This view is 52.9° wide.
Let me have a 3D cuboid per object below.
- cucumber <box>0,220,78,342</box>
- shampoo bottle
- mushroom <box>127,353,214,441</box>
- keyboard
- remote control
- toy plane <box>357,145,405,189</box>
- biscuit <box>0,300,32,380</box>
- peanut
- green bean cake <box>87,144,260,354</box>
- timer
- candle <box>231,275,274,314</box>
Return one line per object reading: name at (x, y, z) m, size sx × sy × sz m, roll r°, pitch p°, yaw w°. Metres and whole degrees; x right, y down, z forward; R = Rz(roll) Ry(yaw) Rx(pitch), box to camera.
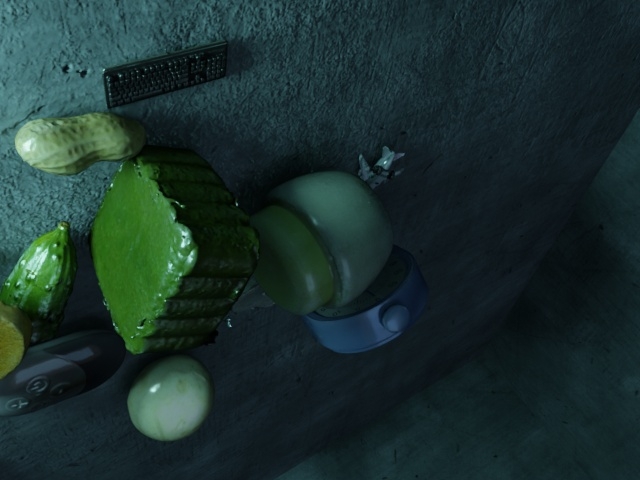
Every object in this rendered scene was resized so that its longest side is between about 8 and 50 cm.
cucumber at (-0.530, 0.068, 1.239) m, size 0.134 × 0.134 × 0.244 m, roll 2°, pitch 123°, yaw -50°
shampoo bottle at (0.000, 0.000, 1.522) m, size 0.317 × 0.322 × 0.322 m, roll -30°, pitch 150°, yaw -25°
mushroom at (-0.423, 0.441, 1.819) m, size 0.246 × 0.202 × 0.246 m, roll -2°, pitch 95°, yaw -26°
keyboard at (-0.265, -0.291, 1.117) m, size 0.230 × 0.025 × 0.093 m, roll -23°, pitch 150°, yaw -26°
remote control at (-0.612, 0.304, 1.488) m, size 0.332 × 0.103 × 0.221 m, roll -19°, pitch 148°, yaw -34°
toy plane at (0.149, -0.176, 1.713) m, size 0.162 × 0.065 × 0.171 m, roll 11°, pitch 121°, yaw -40°
biscuit at (-0.694, 0.179, 1.171) m, size 0.287 × 0.057 × 0.344 m, roll 26°, pitch 130°, yaw -30°
peanut at (-0.394, -0.164, 1.077) m, size 0.214 × 0.090 × 0.098 m, roll -17°, pitch 102°, yaw -33°
green bean cake at (-0.274, 0.019, 1.228) m, size 0.218 × 0.335 × 0.319 m, roll -3°, pitch 139°, yaw -45°
timer at (0.132, 0.162, 1.880) m, size 0.395 × 0.395 × 0.173 m, roll -31°, pitch 113°, yaw -14°
candle at (-0.168, 0.123, 1.770) m, size 0.192 × 0.068 × 0.168 m, roll -5°, pitch 140°, yaw -48°
